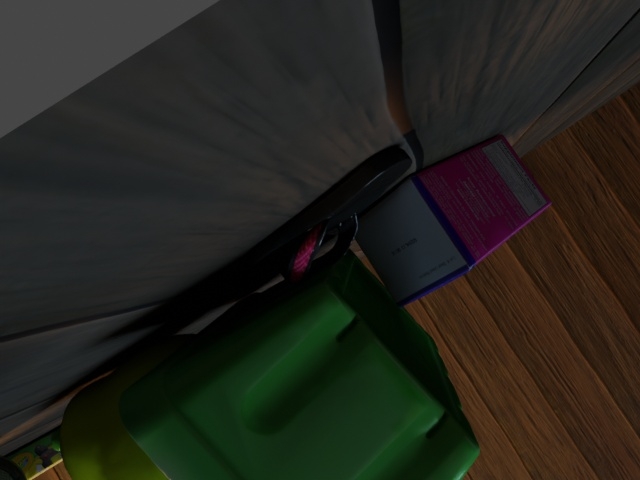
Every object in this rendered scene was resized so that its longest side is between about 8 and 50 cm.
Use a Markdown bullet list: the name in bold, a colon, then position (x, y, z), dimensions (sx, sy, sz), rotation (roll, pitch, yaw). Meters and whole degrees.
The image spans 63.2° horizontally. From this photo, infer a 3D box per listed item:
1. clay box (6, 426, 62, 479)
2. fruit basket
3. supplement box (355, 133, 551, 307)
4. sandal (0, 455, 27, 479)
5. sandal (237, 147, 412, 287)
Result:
- **clay box**: position (-0.490, 0.375, 0.878), dimensions (0.127, 0.053, 0.222), rotation (-35, 172, 26)
- **fruit basket**: position (-0.070, 0.183, 0.525), dimensions (0.392, 0.283, 0.392), rotation (-43, 180, 0)
- **supplement box**: position (0.158, -0.030, 0.609), dimensions (0.220, 0.114, 0.111), rotation (-25, 170, -43)
- **sandal**: position (-0.434, 0.325, 0.498), dimensions (0.303, 0.120, 0.086), rotation (-30, -173, -27)
- **sandal**: position (0.000, 0.000, 0.378), dimensions (0.179, 0.040, 0.067), rotation (-37, 173, 38)
